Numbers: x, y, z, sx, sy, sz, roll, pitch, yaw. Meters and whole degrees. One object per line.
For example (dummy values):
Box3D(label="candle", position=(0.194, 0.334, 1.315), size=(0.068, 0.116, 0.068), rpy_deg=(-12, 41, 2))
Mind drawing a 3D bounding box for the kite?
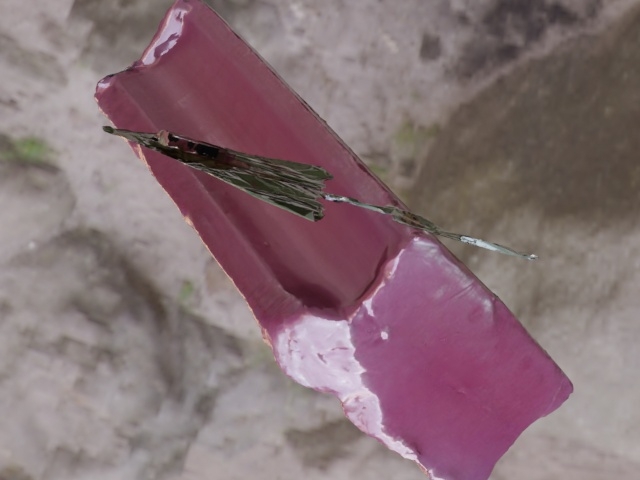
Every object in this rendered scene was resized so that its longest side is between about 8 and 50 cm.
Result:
Box3D(label="kite", position=(0.000, -0.028, 0.889), size=(0.250, 0.229, 0.012), rpy_deg=(18, 100, 1))

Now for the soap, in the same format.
Box3D(label="soap", position=(0.000, 0.000, 1.164), size=(0.128, 0.359, 0.233), rpy_deg=(-44, 133, 3))
